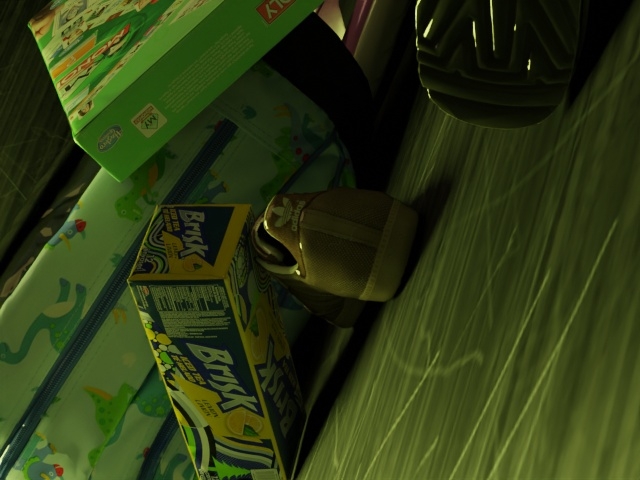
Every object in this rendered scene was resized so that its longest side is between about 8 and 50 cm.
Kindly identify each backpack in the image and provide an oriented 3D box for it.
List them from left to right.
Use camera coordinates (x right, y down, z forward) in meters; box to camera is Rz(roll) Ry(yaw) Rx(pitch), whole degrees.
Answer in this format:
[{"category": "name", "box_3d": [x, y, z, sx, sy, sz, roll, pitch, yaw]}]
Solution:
[{"category": "backpack", "box_3d": [-0.118, 0.032, 0.987, 0.355, 0.273, 0.290, -43, 4, -21]}]

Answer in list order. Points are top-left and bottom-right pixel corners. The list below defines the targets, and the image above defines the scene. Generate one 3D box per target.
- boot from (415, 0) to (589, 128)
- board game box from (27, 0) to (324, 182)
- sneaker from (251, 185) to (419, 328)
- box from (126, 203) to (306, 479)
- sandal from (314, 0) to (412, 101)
[{"category": "boot", "box_3d": [0.075, -0.162, 0.466, 0.190, 0.076, 0.208, 98, -169, -46]}, {"category": "board game box", "box_3d": [-0.044, -0.196, 0.894, 0.317, 0.046, 0.213, -41, 33, 5]}, {"category": "sneaker", "box_3d": [0.000, 0.000, 0.718, 0.188, 0.071, 0.066, 134, 156, -78]}, {"category": "box", "box_3d": [-0.051, 0.061, 0.752, 0.059, 0.054, 0.169, -75, -20, -45]}, {"category": "sandal", "box_3d": [-0.004, -0.139, 1.165, 0.169, 0.102, 0.416, -76, 7, -49]}]
